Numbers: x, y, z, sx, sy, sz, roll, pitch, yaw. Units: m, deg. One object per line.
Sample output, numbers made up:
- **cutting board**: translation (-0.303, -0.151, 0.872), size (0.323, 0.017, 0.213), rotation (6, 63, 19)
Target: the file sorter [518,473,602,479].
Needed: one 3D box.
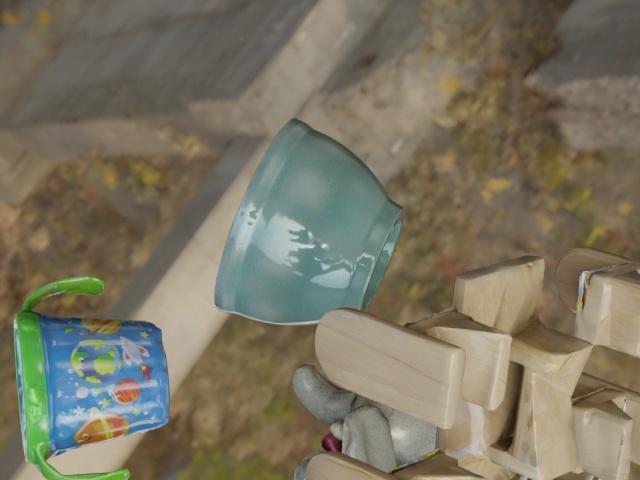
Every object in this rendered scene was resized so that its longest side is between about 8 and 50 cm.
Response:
- **file sorter**: translation (0.330, 0.332, 1.685), size (0.278, 0.193, 0.173), rotation (13, 120, 19)

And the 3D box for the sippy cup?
- **sippy cup**: translation (-0.351, 0.216, 2.498), size (0.224, 0.305, 0.240), rotation (-5, -172, -14)

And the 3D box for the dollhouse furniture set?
- **dollhouse furniture set**: translation (0.116, 0.202, 1.512), size (0.256, 0.394, 0.362), rotation (19, -158, 39)

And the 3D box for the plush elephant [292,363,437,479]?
- **plush elephant**: translation (0.057, 0.246, 1.864), size (0.330, 0.272, 0.255), rotation (6, 110, 31)

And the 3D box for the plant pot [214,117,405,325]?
- **plant pot**: translation (0.000, 0.000, 2.272), size (0.196, 0.293, 0.293), rotation (23, 163, 9)
